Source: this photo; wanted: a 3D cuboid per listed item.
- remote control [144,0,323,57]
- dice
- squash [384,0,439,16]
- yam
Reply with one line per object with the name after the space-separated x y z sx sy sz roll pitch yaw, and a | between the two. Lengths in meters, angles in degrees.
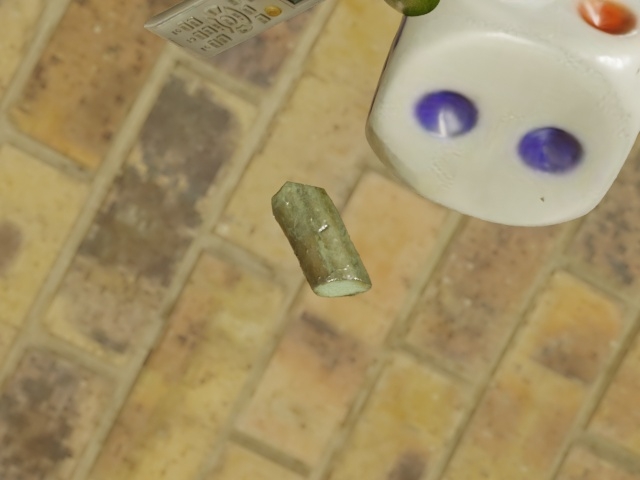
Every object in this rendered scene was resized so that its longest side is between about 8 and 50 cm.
-0.118 -0.340 2.308 0.313 0.109 0.055 -19 -126 43 | remote control
0.241 -0.218 1.972 0.304 0.304 0.277 111 -1 -49 | dice
0.091 -0.275 1.576 0.318 0.071 0.080 81 5 -77 | squash
0.000 0.000 1.818 0.070 0.146 0.070 -26 171 -5 | yam
